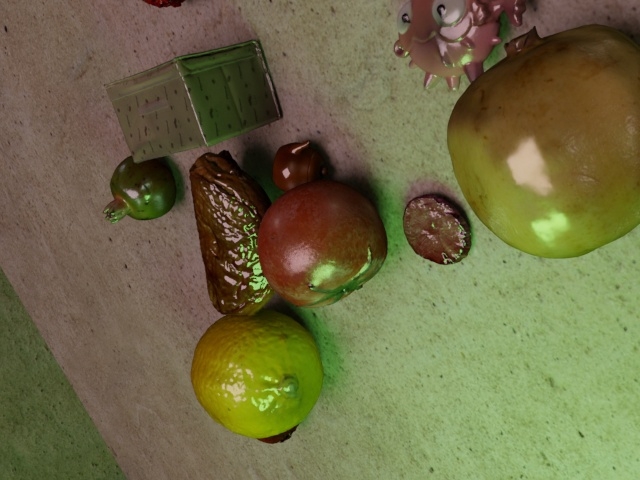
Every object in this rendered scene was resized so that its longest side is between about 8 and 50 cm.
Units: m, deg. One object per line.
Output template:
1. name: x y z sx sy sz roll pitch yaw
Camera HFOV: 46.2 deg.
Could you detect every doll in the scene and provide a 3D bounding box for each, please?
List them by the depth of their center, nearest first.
1. doll: 0.219 -0.351 1.220 0.262 0.093 0.211 0 106 47

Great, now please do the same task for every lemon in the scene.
1. lemon: -0.152 0.318 1.813 0.336 0.336 0.336 23 127 34

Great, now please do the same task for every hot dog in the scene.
1. hot dog: -0.188 -0.020 1.698 0.267 0.174 0.387 -139 39 -58

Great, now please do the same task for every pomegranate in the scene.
1. pomegranate: 0.332 -0.141 1.057 0.332 0.332 0.332 23 127 34
2. pomegranate: -0.480 -0.123 1.948 0.180 0.209 0.180 35 148 25

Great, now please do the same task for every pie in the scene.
1. pie: 0.223 -0.020 1.447 0.154 0.036 0.154 23 127 34

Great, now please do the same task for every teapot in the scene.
1. teapot: -0.036 -0.147 1.586 0.116 0.116 0.173 29 145 30

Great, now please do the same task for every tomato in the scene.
1. tomato: 0.000 0.000 1.508 0.265 0.265 0.265 23 127 34

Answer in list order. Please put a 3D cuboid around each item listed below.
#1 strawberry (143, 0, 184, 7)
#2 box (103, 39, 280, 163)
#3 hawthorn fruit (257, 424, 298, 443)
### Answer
1. strawberry: -0.342 -0.579 1.571 0.184 0.201 0.187 42 119 -7
2. box: -0.281 -0.301 1.638 0.297 0.225 0.190 -2 110 46
3. hawthorn fruit: -0.132 0.453 1.989 0.172 0.148 0.148 55 139 18
